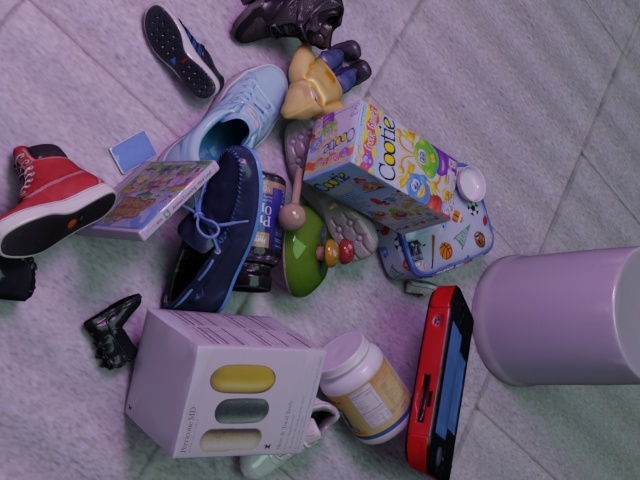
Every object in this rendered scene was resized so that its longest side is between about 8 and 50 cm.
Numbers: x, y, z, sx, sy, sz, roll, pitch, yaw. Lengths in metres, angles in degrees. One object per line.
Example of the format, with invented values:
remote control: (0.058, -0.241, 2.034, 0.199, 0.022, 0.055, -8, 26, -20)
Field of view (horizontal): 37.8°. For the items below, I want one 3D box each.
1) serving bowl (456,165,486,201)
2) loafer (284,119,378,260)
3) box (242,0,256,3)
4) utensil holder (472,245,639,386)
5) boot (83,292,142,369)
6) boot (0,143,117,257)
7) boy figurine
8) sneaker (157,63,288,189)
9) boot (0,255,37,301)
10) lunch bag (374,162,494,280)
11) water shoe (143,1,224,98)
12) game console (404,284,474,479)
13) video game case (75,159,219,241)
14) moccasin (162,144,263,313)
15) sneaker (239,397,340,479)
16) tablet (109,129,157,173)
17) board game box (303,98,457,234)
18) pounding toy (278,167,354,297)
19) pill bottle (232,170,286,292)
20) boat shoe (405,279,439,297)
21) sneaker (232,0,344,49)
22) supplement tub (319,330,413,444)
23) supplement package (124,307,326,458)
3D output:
serving bowl: (0.331, -0.124, 2.087, 0.083, 0.027, 0.083, 11, 72, -38)
loafer: (0.023, -0.107, 1.937, 0.319, 0.112, 0.111, 64, 16, -7)
box: (-0.044, -0.601, 1.909, 0.270, 0.143, 0.165, -24, 99, -37)
utensil holder: (0.602, 0.181, 2.166, 0.327, 0.385, 0.328, 5, 82, -37)
boot: (-0.347, 0.161, 1.635, 0.121, 0.045, 0.099, -33, 105, -32)
boot: (-0.472, -0.074, 1.497, 0.176, 0.088, 0.244, 38, 37, 14)
boy figurine: (0.000, -0.325, 1.898, 0.177, 0.092, 0.285, 63, 34, -13)
sneaker: (-0.149, -0.216, 1.771, 0.135, 0.150, 0.366, 50, 56, -23)
boot: (-0.548, 0.080, 1.452, 0.207, 0.094, 0.246, 9, 73, -34)
lunch bag: (0.244, -0.049, 2.088, 0.303, 0.115, 0.243, -16, 92, -40)
water shoe: (-0.259, -0.357, 1.768, 0.203, 0.073, 0.080, 57, 20, -9)
game console: (0.268, 0.311, 1.993, 0.342, 0.060, 0.386, 45, 54, -62)
video game case: (-0.300, -0.072, 1.592, 0.193, 0.212, 0.023, -48, 124, -31)
moccasin: (-0.192, -0.003, 1.640, 0.117, 0.138, 0.342, 0, 117, -35)
sneaker: (-0.056, 0.373, 1.791, 0.232, 0.115, 0.090, -38, 108, -35)
tablet: (-0.341, -0.162, 1.705, 0.083, 0.006, 0.054, -37, 107, -36)
board game box: (0.123, -0.139, 1.847, 0.275, 0.144, 0.142, 27, 61, -34)
pounding toy: (0.000, 0.000, 1.820, 0.183, 0.110, 0.237, -69, 155, -52)
pill bottle: (-0.132, -0.015, 1.777, 0.123, 0.123, 0.219, 11, 77, -37)
boat shoe: (0.231, 0.110, 2.109, 0.100, 0.035, 0.035, 10, 105, -41)
sneaker: (-0.057, -0.424, 1.839, 0.227, 0.087, 0.130, -21, 66, -2)
supplement tub: (0.088, 0.297, 1.897, 0.144, 0.144, 0.200, -47, 112, -32)
supplement package: (-0.167, 0.248, 1.635, 0.262, 0.198, 0.199, 8, 100, -37)
